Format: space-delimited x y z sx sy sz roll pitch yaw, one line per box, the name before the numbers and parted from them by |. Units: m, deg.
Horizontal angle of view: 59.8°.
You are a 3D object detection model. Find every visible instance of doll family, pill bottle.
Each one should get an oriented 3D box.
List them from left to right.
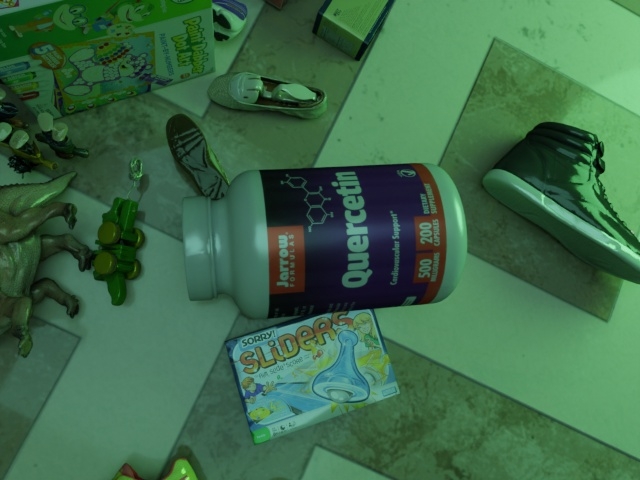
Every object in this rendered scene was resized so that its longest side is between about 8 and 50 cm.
doll family | -0.388 -0.132 0.679 0.193 0.111 0.076 31 76 -9
pill bottle | 0.000 0.000 0.686 0.323 0.181 0.181 -4 83 -11

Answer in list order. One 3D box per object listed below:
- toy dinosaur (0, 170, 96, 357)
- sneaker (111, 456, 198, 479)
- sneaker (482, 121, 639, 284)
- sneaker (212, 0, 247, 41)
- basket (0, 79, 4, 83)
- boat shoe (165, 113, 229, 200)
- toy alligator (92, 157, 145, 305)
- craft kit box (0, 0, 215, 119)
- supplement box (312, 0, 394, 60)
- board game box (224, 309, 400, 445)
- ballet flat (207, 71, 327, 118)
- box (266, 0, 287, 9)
toy dinosaur | -0.393 0.028 0.649 0.201 0.127 0.295 11 74 -1
sneaker | -0.241 0.317 0.658 0.209 0.081 0.094 -12 73 -15
sneaker | 0.395 -0.061 0.801 0.296 0.104 0.146 35 83 1
sneaker | -0.181 -0.340 0.775 0.170 0.068 0.071 30 55 -6
basket | -0.431 -0.337 0.681 0.227 0.154 0.204 33 80 0
boat shoe | -0.162 -0.103 0.743 0.050 0.045 0.135 -27 91 -5
toy alligator | -0.261 -0.012 0.709 0.051 0.056 0.189 0 80 22
craft kit box | -0.248 -0.237 0.644 0.247 0.250 0.060 -23 86 -11
supplement box | 0.046 -0.324 0.805 0.083 0.056 0.083 30 78 -5
board game box | -0.011 0.167 0.734 0.201 0.035 0.136 -17 85 -12
ballet flat | -0.071 -0.208 0.770 0.168 0.052 0.057 6 81 -9
box | -0.035 -0.506 0.774 0.154 0.142 0.299 31 78 -4
